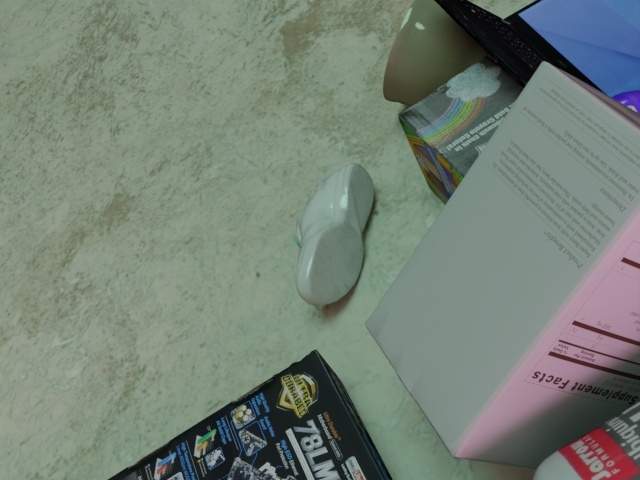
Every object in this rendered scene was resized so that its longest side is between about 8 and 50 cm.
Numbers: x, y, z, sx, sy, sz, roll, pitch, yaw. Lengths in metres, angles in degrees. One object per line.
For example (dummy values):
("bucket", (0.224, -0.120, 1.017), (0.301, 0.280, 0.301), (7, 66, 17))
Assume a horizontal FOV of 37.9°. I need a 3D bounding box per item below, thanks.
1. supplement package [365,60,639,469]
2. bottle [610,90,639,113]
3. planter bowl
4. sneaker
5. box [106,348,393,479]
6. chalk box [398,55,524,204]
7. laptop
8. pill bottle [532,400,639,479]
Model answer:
("supplement package", (0.209, 0.032, 0.806), (0.293, 0.175, 0.177), (-57, 39, 20))
("bottle", (0.341, -0.025, 0.909), (0.092, 0.118, 0.283), (-22, 44, 11))
("planter bowl", (0.164, -0.237, 1.195), (0.109, 0.162, 0.162), (24, 64, 14))
("sneaker", (0.000, 0.000, 1.133), (0.094, 0.080, 0.212), (-16, 37, 35))
("box", (-0.064, 0.290, 0.896), (0.293, 0.073, 0.295), (-32, 42, 0))
("chalk box", (0.205, -0.081, 1.033), (0.132, 0.132, 0.213), (-33, 43, -2))
("laptop", (0.283, -0.254, 1.063), (0.136, 0.264, 0.234), (-54, 46, 24))
("pill bottle", (0.272, 0.206, 0.695), (0.318, 0.176, 0.176), (-32, 43, 1))
